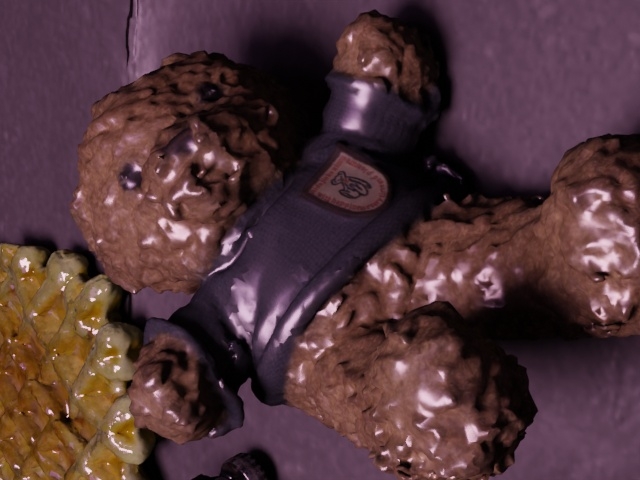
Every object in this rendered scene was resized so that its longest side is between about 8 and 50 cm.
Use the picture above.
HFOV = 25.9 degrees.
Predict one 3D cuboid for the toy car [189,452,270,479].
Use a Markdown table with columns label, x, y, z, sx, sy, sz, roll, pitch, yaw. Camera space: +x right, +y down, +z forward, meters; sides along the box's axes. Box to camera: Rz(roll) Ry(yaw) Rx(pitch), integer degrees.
| label | x | y | z | sx | sy | sz | roll | pitch | yaw |
| --- | --- | --- | --- | --- | --- | --- | --- | --- | --- |
| toy car | -0.011 | 0.155 | 0.615 | 0.165 | 0.071 | 0.062 | 21 | 128 | 40 |

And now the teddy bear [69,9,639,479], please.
| label | x | y | z | sx | sy | sz | roll | pitch | yaw |
| --- | --- | --- | --- | --- | --- | --- | --- | --- | --- |
| teddy bear | 0.007 | 0.013 | 0.525 | 0.251 | 0.182 | 0.129 | 30 | 156 | 35 |

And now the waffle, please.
| label | x | y | z | sx | sy | sz | roll | pitch | yaw |
| --- | --- | --- | --- | --- | --- | --- | --- | --- | --- |
| waffle | -0.152 | 0.084 | 0.759 | 0.183 | 0.036 | 0.169 | -1 | 98 | 45 |
